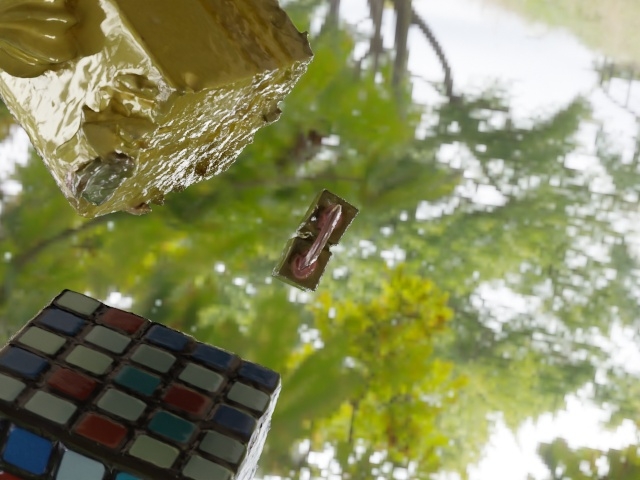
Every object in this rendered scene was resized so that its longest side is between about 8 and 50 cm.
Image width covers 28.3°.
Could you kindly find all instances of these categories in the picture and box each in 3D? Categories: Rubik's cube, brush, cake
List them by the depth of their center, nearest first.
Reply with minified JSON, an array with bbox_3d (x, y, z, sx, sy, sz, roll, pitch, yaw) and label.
[{"bbox_3d":[-0.148,0.168,0.860,0.184,0.187,0.182,20,-159,6],"label":"Rubik's cube"},{"bbox_3d":[0.000,0.000,1.253,0.047,0.103,0.233,29,176,-4],"label":"brush"},{"bbox_3d":[-0.198,-0.171,1.273,0.286,0.222,0.227,-26,-106,-46],"label":"cake"}]
